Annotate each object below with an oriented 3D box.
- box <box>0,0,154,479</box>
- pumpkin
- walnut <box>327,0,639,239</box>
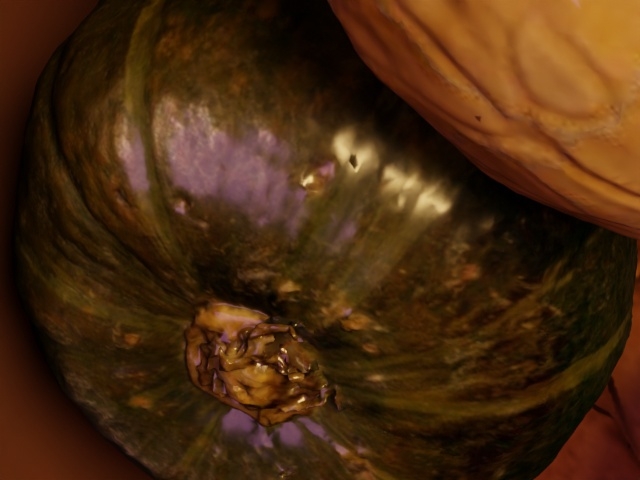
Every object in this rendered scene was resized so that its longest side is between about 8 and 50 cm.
[{"bbox_3d":[-0.190,-0.004,0.681,0.239,0.229,0.339,8,116,39],"label":"box"},{"bbox_3d":[0.000,0.000,0.561,0.223,0.157,0.224,11,126,16],"label":"pumpkin"},{"bbox_3d":[0.083,-0.113,0.401,0.195,0.195,0.222,-22,98,46],"label":"walnut"}]
